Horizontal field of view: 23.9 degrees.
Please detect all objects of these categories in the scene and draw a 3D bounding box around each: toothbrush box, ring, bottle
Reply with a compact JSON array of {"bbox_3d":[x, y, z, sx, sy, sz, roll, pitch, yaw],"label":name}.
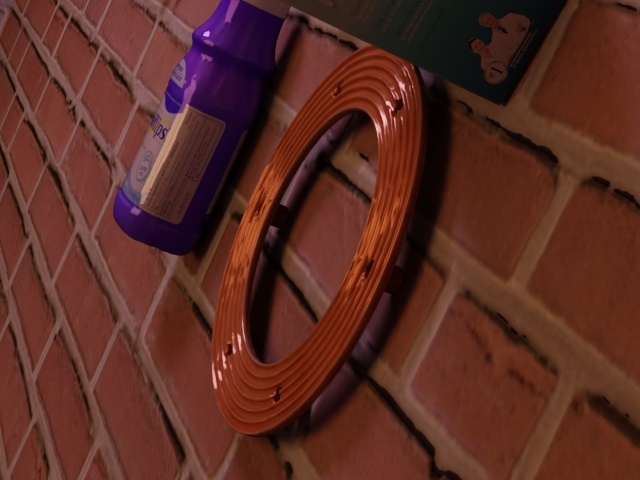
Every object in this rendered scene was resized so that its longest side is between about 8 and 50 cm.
[{"bbox_3d":[0.008,-0.238,1.066,0.126,0.296,0.216,-61,22,19],"label":"toothbrush box"},{"bbox_3d":[0.000,0.000,1.222,0.336,0.032,0.336,-49,29,40],"label":"ring"},{"bbox_3d":[-0.117,-0.128,1.534,0.282,0.092,0.118,-64,21,10],"label":"bottle"}]
